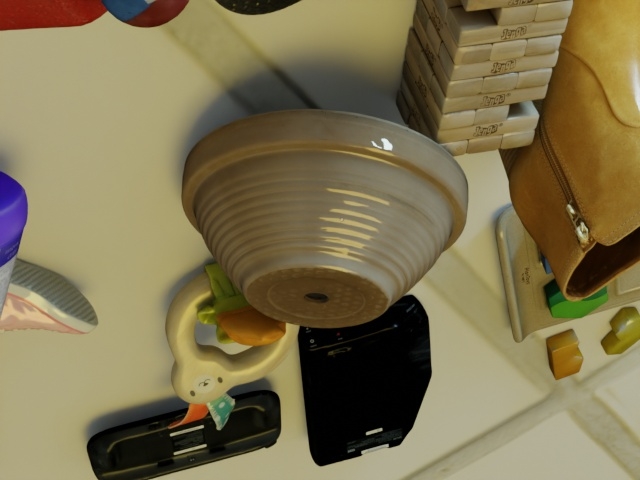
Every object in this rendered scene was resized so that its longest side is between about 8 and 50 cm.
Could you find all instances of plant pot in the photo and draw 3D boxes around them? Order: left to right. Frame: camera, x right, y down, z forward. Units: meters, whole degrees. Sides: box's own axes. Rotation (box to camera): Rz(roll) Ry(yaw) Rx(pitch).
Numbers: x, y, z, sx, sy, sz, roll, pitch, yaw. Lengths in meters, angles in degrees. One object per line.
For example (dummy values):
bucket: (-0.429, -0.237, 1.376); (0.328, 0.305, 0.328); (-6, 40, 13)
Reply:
plant pot: (0.000, 0.000, 1.186); (0.237, 0.109, 0.237); (4, 154, 2)

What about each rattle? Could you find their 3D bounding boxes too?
rattle: (-0.080, 0.129, 1.319); (0.130, 0.143, 0.199); (10, 115, -39)

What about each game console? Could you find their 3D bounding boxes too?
game console: (-0.060, 0.172, 1.480); (0.361, 0.044, 0.213); (-14, 139, -9)

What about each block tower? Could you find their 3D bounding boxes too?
block tower: (0.135, -0.204, 1.091); (0.097, 0.091, 0.335); (-10, 140, -14)

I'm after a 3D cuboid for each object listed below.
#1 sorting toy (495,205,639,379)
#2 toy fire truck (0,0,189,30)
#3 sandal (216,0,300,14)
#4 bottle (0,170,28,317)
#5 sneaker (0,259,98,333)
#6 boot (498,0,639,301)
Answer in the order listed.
sorting toy: (0.301, 0.040, 1.486); (0.229, 0.041, 0.307); (-20, 141, -1)
toy fire truck: (-0.100, -0.221, 0.796); (0.302, 0.253, 0.169); (5, 156, 35)
sandal: (-0.010, -0.211, 1.066); (0.179, 0.040, 0.067); (-19, 149, -26)
bottle: (-0.312, 0.075, 1.153); (0.118, 0.092, 0.282); (-38, 152, -58)
sneaker: (-0.262, 0.058, 1.248); (0.134, 0.051, 0.070); (29, 116, -35)
boot: (0.249, -0.109, 1.155); (0.104, 0.211, 0.295); (5, 134, -30)
